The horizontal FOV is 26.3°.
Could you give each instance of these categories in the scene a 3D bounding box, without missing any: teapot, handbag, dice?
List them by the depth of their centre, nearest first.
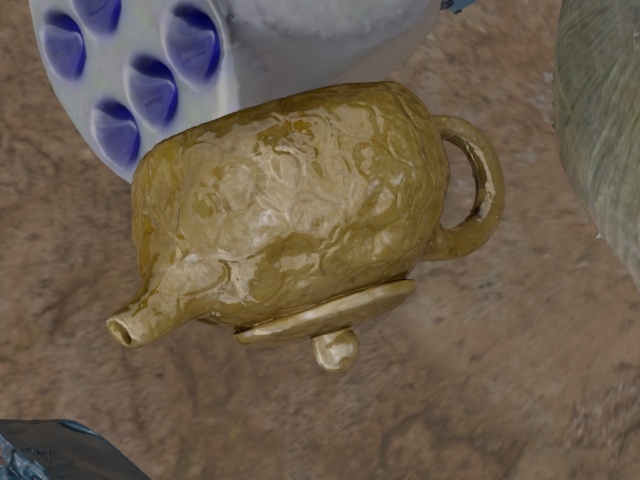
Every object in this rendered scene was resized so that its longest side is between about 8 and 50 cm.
[{"bbox_3d":[0.000,0.000,0.866,0.203,0.311,0.167,-22,85,55],"label":"teapot"},{"bbox_3d":[-0.068,-0.198,1.101,0.243,0.251,0.259,55,142,0],"label":"dice"},{"bbox_3d":[-0.193,0.245,1.228,0.229,0.179,0.062,36,93,18],"label":"handbag"}]

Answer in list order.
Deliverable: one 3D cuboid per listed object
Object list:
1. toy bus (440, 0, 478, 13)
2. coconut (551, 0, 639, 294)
[{"bbox_3d":[0.135,-0.289,1.460,0.075,0.123,0.060,-22,73,32],"label":"toy bus"},{"bbox_3d":[0.314,-0.099,0.759,0.405,0.404,0.404,0,92,14],"label":"coconut"}]
